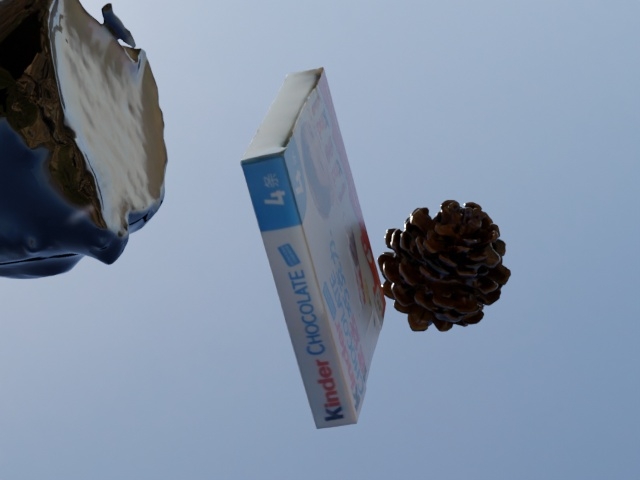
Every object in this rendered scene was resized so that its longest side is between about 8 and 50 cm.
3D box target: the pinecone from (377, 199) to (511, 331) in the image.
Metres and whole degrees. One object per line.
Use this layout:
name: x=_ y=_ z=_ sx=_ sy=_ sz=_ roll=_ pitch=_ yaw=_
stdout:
pinecone: x=0.152 y=0.024 z=1.889 sx=0.173 sy=0.173 sz=0.173 roll=14 pitch=-147 yaw=-9

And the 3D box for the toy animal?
toy animal: x=-0.246 y=-0.064 z=1.069 sx=0.266 sy=0.212 sz=0.212 roll=-10 pitch=-154 yaw=20

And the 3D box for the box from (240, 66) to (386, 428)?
box: x=0.000 y=0.000 z=1.504 sx=0.048 sy=0.273 sz=0.265 roll=-10 pitch=-158 yaw=13
